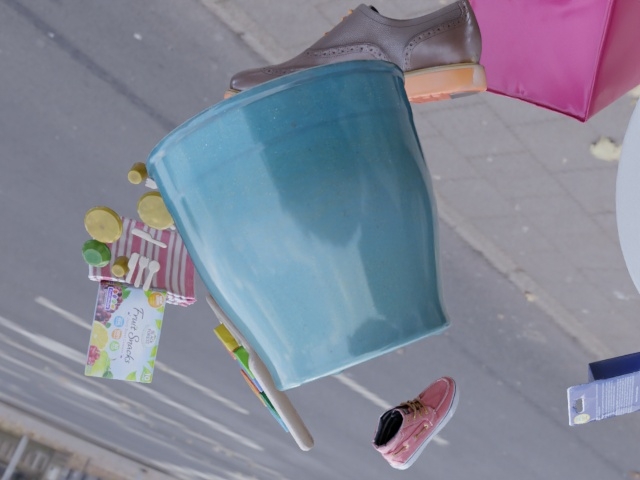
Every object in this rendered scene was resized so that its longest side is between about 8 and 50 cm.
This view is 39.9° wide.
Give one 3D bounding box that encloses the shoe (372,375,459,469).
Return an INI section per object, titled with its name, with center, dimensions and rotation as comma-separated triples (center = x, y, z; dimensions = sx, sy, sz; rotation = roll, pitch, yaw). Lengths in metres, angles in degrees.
[shoe]
center = 0.156, 0.284, 1.438
dimensions = 0.063, 0.178, 0.081
rotation = 26, 163, 47

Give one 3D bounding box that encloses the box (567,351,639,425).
[box]
center = 0.468, 0.206, 1.284
dimensions = 0.225, 0.036, 0.136
rotation = -15, 142, 6

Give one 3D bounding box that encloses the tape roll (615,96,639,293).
[tape roll]
center = 0.465, -0.071, 0.928
dimensions = 0.072, 0.391, 0.392
rotation = 6, 164, -20

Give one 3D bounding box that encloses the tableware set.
[tableware set]
center = -0.224, -0.020, 1.037
dimensions = 0.104, 0.024, 0.154
rotation = 24, 119, -1

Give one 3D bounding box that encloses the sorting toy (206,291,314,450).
[sorting toy]
center = -0.094, 0.185, 1.254
dimensions = 0.193, 0.038, 0.208
rotation = 62, 171, -31

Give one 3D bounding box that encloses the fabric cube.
[fabric cube]
center = 0.420, -0.385, 1.511
dimensions = 0.259, 0.258, 0.254
rotation = 26, 127, 29

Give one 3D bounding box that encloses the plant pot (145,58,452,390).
[plant pot]
center = 0.000, 0.000, 0.863
dimensions = 0.272, 0.255, 0.271
rotation = -20, 172, -3

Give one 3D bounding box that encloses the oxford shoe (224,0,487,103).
[oxford shoe]
center = 0.039, -0.243, 1.187
dimensions = 0.364, 0.132, 0.130
rotation = -3, -175, 18

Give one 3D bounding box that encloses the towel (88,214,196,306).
[towel]
center = -0.304, 0.028, 1.534
dimensions = 0.197, 0.144, 0.029
rotation = 20, 138, -31

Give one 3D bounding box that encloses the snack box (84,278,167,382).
[snack box]
center = -0.292, 0.136, 1.322
dimensions = 0.100, 0.141, 0.037
rotation = 9, -174, -15
